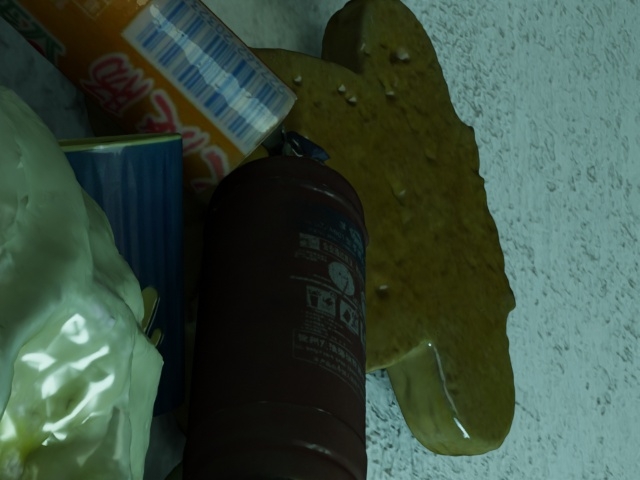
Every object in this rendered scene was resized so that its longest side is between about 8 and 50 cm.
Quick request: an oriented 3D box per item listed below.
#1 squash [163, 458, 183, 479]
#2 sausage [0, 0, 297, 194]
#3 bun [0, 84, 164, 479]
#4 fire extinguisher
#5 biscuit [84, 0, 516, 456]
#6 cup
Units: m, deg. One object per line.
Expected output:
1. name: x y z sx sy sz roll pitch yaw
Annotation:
1. squash: -0.015 0.212 1.042 0.187 0.123 0.123 43 44 -39
2. sausage: -0.156 -0.162 0.984 0.312 0.093 0.093 43 41 -11
3. bun: -0.199 0.096 0.641 0.365 0.219 0.365 -35 135 -43
4. fire extinguisher: -0.017 0.045 1.006 0.344 0.102 0.138 -88 157 -44
5. biscuit: 0.000 0.000 1.204 0.394 0.076 0.368 -9 84 -53
6. cup: -0.155 0.024 0.924 0.176 0.131 0.155 -8 96 -18
